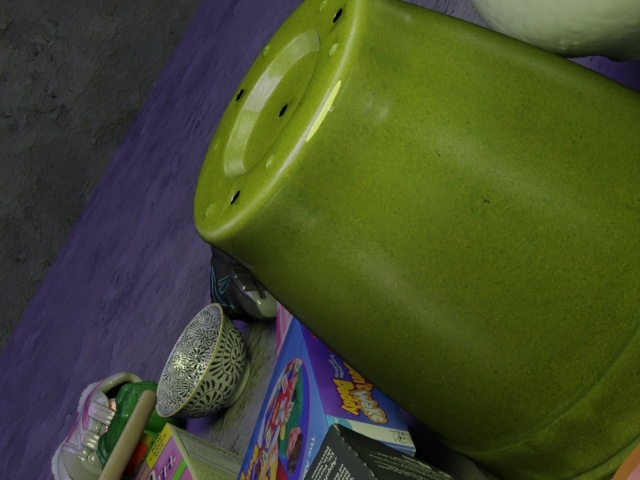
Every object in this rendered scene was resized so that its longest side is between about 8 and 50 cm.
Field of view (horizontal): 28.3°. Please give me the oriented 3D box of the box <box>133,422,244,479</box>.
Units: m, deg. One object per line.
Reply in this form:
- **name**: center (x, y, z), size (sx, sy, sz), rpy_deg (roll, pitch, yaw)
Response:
- **box**: center (-0.161, 0.364, 1.464), size (0.214, 0.117, 0.243), rpy_deg (-59, 20, 4)

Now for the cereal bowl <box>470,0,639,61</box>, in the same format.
- **cereal bowl**: center (0.294, -0.252, 1.096), size (0.339, 0.141, 0.339), rpy_deg (-26, 12, 6)

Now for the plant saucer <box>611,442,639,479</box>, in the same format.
- **plant saucer**: center (0.250, 0.195, 0.855), size (0.200, 0.037, 0.200), rpy_deg (-49, 24, 30)

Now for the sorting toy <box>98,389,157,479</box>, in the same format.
- **sorting toy**: center (-0.262, 0.313, 1.574), size (0.208, 0.038, 0.193), rpy_deg (-62, 4, 33)

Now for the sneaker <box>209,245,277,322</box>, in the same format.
- **sneaker**: center (-0.096, 0.072, 1.762), size (0.267, 0.101, 0.106), rpy_deg (-131, 51, -69)

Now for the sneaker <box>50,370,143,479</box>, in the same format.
- **sneaker**: center (-0.341, 0.299, 1.981), size (0.111, 0.103, 0.252), rpy_deg (-45, 26, 38)

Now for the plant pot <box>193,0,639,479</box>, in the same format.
- **plant pot**: center (0.099, -0.026, 1.044), size (0.366, 0.353, 0.366), rpy_deg (-48, 24, 30)

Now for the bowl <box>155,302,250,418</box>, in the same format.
- **bowl**: center (-0.147, 0.178, 1.723), size (0.170, 0.080, 0.170), rpy_deg (-47, 25, 31)

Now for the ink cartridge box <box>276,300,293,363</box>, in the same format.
- **ink cartridge box**: center (0.000, 0.000, 1.592), size (0.371, 0.069, 0.176), rpy_deg (-89, 19, -55)

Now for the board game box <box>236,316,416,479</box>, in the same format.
- **board game box**: center (-0.026, 0.271, 1.191), size (0.233, 0.078, 0.347), rpy_deg (-108, 35, -65)

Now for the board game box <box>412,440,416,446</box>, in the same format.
- **board game box**: center (0.028, 0.234, 1.282), size (0.133, 0.033, 0.168), rpy_deg (-53, 16, -2)

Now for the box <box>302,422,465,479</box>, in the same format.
- **box**: center (0.039, 0.348, 0.877), size (0.343, 0.179, 0.312), rpy_deg (-63, 12, 2)

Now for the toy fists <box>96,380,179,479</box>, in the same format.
- **toy fists**: center (-0.261, 0.304, 1.803), size (0.142, 0.096, 0.279), rpy_deg (-52, 21, 19)
